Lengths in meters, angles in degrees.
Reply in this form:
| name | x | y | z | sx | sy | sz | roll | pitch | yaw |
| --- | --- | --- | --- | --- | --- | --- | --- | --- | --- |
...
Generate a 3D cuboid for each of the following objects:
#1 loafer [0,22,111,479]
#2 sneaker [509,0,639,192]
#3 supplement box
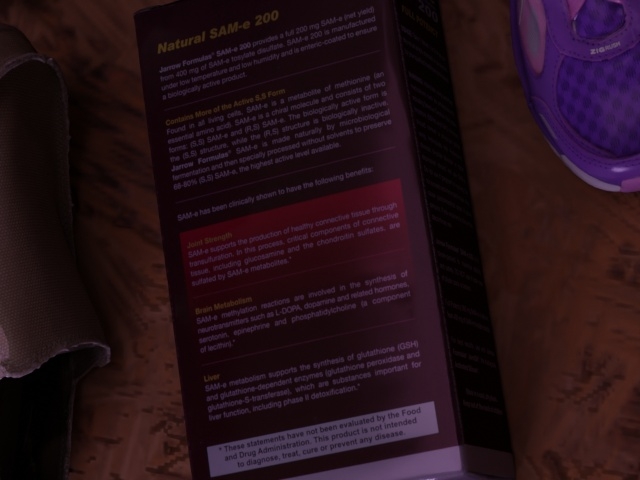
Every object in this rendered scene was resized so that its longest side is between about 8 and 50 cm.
| name | x | y | z | sx | sy | sz | roll | pitch | yaw |
| --- | --- | --- | --- | --- | --- | --- | --- | --- | --- |
| loafer | -0.147 | 0.032 | 0.912 | 0.092 | 0.102 | 0.269 | 6 | 93 | 24 |
| sneaker | 0.110 | -0.139 | 0.816 | 0.095 | 0.104 | 0.236 | -11 | 77 | 21 |
| supplement box | 0.000 | 0.000 | 0.858 | 0.130 | 0.073 | 0.239 | -13 | 76 | 22 |
